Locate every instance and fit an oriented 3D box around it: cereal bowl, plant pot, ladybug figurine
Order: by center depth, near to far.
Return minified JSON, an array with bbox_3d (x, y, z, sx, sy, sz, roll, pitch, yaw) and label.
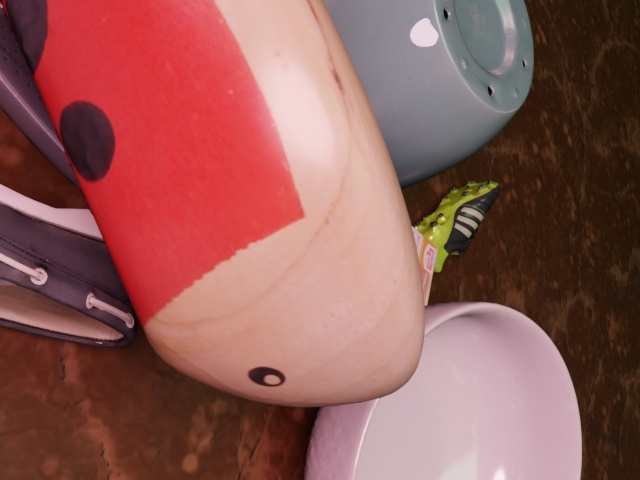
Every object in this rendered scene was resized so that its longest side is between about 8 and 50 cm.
[{"bbox_3d":[-0.090,-0.089,0.529,0.162,0.305,0.449,-23,77,-13],"label":"ladybug figurine"},{"bbox_3d":[0.113,0.228,0.833,0.339,0.141,0.339,-1,91,-37],"label":"cereal bowl"},{"bbox_3d":[0.072,-0.190,0.833,0.293,0.235,0.293,13,72,-47],"label":"plant pot"}]

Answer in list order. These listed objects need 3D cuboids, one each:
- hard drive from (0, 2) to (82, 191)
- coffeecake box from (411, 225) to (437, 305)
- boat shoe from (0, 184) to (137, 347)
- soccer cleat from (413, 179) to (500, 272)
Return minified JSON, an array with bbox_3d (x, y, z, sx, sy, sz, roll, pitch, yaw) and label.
[{"bbox_3d":[-0.179,-0.130,0.674,0.254,0.054,0.172,52,48,-27],"label":"hard drive"},{"bbox_3d":[0.000,0.000,0.779,0.185,0.142,0.068,38,56,-37],"label":"coffeecake box"},{"bbox_3d":[-0.237,0.013,0.534,0.302,0.114,0.091,15,65,-45],"label":"boat shoe"},{"bbox_3d":[0.178,-0.023,1.055,0.179,0.060,0.072,-36,119,-39],"label":"soccer cleat"}]
